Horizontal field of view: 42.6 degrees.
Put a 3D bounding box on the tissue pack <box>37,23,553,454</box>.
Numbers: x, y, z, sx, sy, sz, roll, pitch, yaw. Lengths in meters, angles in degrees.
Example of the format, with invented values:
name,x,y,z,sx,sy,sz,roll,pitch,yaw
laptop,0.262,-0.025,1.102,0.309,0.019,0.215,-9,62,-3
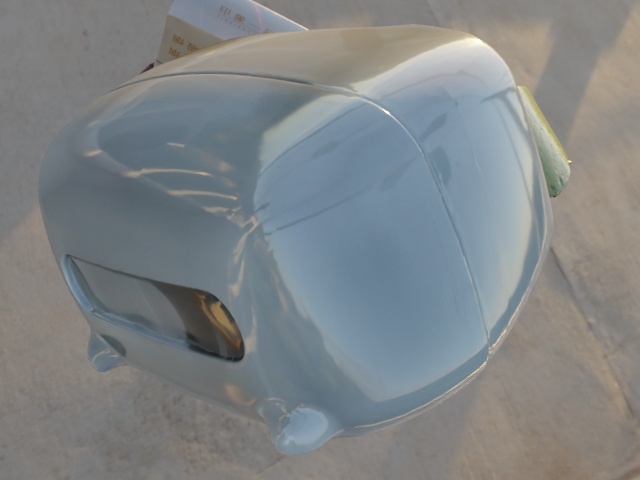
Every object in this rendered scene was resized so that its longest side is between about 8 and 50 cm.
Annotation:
name,x,y,z,sx,sy,sz,roll,pitch,yaw
tissue pack,-0.038,-0.010,0.556,0.236,0.333,0.229,-42,123,-33

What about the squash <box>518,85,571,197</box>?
name,x,y,z,sx,sy,sz,roll,pitch,yaw
squash,0.203,-0.117,1.086,0.237,0.204,0.155,-15,95,-11

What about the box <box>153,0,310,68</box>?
name,x,y,z,sx,sy,sz,roll,pitch,yaw
box,-0.106,-0.169,0.897,0.149,0.233,0.067,28,63,-7

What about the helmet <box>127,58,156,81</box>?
name,x,y,z,sx,sy,sz,roll,pitch,yaw
helmet,-0.201,-0.210,1.123,0.123,0.070,0.098,36,36,0
